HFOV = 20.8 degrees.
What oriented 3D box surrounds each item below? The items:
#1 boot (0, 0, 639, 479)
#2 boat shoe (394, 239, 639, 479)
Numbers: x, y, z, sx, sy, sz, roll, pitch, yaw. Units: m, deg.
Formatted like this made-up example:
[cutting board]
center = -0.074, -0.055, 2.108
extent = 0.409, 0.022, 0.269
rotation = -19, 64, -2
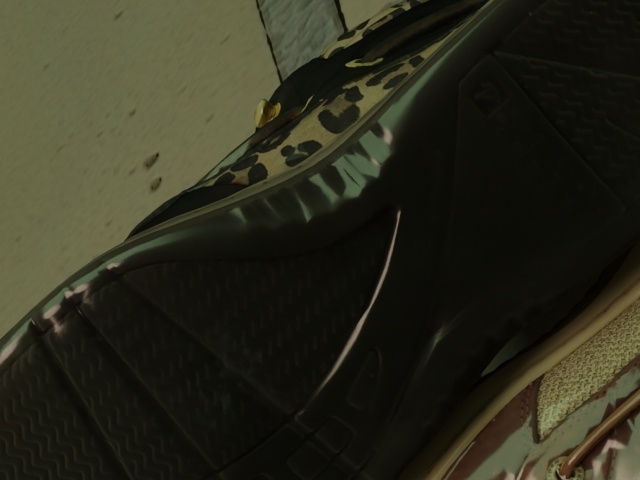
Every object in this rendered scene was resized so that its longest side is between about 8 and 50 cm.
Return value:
[boot]
center = 0.000, 0.000, 0.777
extent = 0.377, 0.138, 0.284
rotation = -41, 8, 3
[boat shoe]
center = 0.133, 0.098, 0.677
extent = 0.342, 0.123, 0.123
rotation = -49, 38, -1
